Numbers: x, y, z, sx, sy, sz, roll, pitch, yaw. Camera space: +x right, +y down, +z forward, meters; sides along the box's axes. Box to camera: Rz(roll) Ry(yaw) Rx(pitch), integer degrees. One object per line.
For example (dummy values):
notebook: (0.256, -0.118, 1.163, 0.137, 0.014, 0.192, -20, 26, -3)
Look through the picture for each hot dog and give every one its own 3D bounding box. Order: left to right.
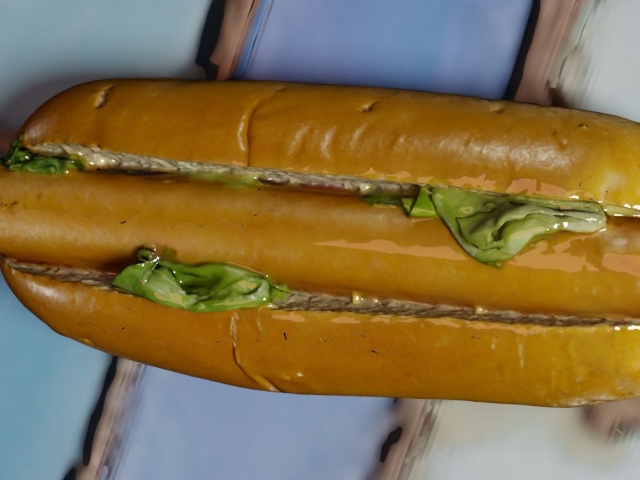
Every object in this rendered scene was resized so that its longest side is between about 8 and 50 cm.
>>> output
hot dog: (0.000, 0.000, 0.603, 0.249, 0.068, 0.100, 5, 92, 23)
